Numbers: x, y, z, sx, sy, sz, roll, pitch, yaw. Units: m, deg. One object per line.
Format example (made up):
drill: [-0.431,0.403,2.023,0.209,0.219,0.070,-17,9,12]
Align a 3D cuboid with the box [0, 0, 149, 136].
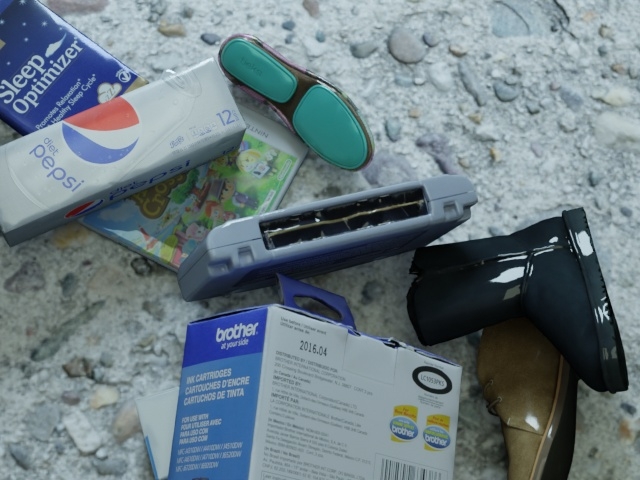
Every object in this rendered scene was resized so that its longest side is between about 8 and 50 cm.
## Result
box: [-0.326,-0.193,1.622,0.225,0.036,0.136,36,74,8]

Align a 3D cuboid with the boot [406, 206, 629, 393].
boot: [0.201,0.081,1.475,0.207,0.094,0.246,-17,44,11]

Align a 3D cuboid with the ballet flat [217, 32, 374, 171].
ballet flat: [-0.020,-0.162,1.615,0.221,0.079,0.077,37,105,9]

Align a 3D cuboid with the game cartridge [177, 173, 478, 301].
game cartridge: [0.000,0.000,1.498,0.294,0.196,0.060,-12,77,-19]

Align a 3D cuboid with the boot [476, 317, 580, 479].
boot: [0.221,0.185,1.528,0.115,0.112,0.305,8,67,18]

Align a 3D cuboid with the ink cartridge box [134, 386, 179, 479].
ink cartridge box: [-0.154,0.210,1.465,0.052,0.122,0.088,-16,74,-5]

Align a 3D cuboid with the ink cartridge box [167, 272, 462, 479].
ink cartridge box: [-0.005,0.228,1.396,0.270,0.151,0.395,21,69,-37]

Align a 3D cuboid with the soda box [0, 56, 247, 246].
soda box: [-0.228,-0.095,1.535,0.286,0.098,0.091,-24,84,-11]

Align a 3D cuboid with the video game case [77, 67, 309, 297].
video game case: [-0.141,-0.068,1.603,0.193,0.023,0.212,27,73,4]
